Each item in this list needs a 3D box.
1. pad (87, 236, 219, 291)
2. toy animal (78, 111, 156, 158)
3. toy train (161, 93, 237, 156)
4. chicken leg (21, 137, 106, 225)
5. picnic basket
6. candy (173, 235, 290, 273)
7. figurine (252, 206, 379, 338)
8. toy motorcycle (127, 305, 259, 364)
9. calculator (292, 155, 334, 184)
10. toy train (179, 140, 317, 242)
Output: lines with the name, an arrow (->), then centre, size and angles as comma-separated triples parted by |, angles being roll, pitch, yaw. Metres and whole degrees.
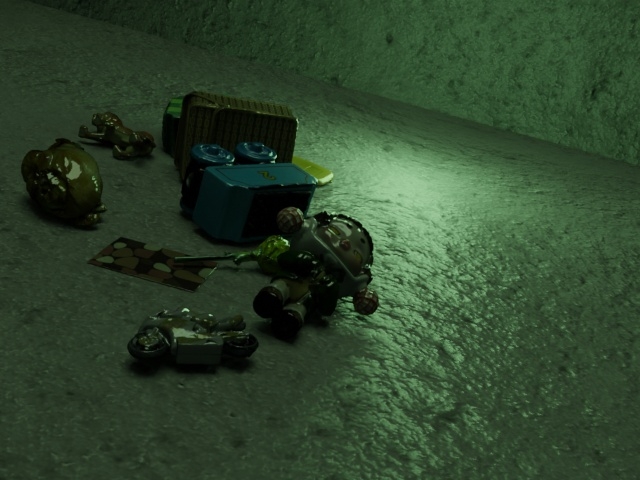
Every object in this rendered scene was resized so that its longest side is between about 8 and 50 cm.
pad -> -0.347, 0.047, 1.681 | 0.235, 0.003, 0.158 | 15, 23, 8
toy animal -> -0.566, -0.305, 2.292 | 0.312, 0.097, 0.157 | 26, 20, 26
toy train -> -0.354, -0.349, 2.413 | 0.238, 0.167, 0.299 | 3, 23, -7
chicken leg -> -0.606, -0.166, 1.908 | 0.201, 0.152, 0.429 | 16, 12, -22
picnic basket -> -0.234, -0.266, 2.189 | 0.313, 0.228, 0.175 | 8, 20, -12
candy -> -0.184, 0.036, 1.718 | 0.262, 0.073, 0.077 | -2, 54, -20
figurine -> -0.007, 0.064, 1.622 | 0.281, 0.167, 0.370 | 47, 37, -3
toy motorcycle -> -0.228, 0.161, 1.385 | 0.225, 0.073, 0.152 | 0, 23, -24
calculator -> -0.070, -0.216, 2.399 | 0.236, 0.033, 0.157 | 21, 23, 16
toy train -> -0.172, -0.118, 1.938 | 0.300, 0.188, 0.265 | -9, 35, -46
